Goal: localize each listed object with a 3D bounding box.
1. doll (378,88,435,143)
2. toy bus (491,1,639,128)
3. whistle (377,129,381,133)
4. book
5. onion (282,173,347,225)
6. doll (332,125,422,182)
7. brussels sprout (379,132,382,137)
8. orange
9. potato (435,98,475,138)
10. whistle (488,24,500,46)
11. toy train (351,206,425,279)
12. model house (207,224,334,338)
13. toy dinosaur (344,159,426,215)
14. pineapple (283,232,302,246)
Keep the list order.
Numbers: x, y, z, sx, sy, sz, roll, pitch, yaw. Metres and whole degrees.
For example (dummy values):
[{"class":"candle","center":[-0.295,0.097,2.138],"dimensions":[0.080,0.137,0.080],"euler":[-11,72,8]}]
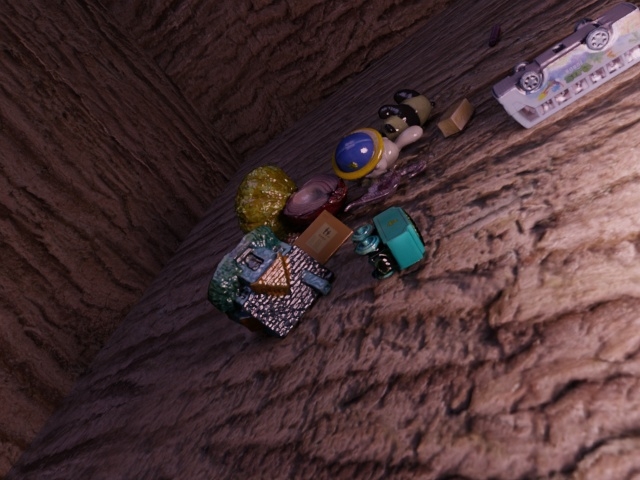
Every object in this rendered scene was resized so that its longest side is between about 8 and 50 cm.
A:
[{"class":"doll","center":[0.295,-0.432,1.741],"dimensions":[0.234,0.144,0.135],"euler":[-44,34,-17]},{"class":"toy bus","center":[0.580,-0.402,1.153],"dimensions":[0.329,0.136,0.109],"euler":[-32,25,26]},{"class":"whistle","center":[0.194,-0.396,1.973],"dimensions":[0.062,0.062,0.304],"euler":[-50,21,-19]},{"class":"book","center":[0.000,0.000,1.480],"dimensions":[0.172,0.118,0.012],"euler":[-46,-20,-12]},{"class":"onion","center":[0.007,-0.126,1.683],"dimensions":[0.227,0.120,0.283],"euler":[-51,28,-19]},{"class":"doll","center":[0.185,-0.278,1.593],"dimensions":[0.310,0.242,0.160],"euler":[-29,53,24]},{"class":"brussels sprout","center":[0.170,-0.312,1.801],"dimensions":[0.181,0.100,0.139],"euler":[-39,30,7]},{"class":"orange","center":[-0.187,-0.141,1.846],"dimensions":[0.223,0.301,0.300],"euler":[1,35,23]},{"class":"potato","center":[0.420,-0.381,1.521],"dimensions":[0.122,0.061,0.086],"euler":[-52,20,-27]},{"class":"whistle","center":[0.685,-0.807,1.927],"dimensions":[0.033,0.033,0.177],"euler":[-24,27,41]},{"class":"toy train","center":[0.161,0.005,1.166],"dimensions":[0.154,0.107,0.198],"euler":[-31,21,9]},{"class":"model house","center":[-0.122,0.132,1.320],"dimensions":[0.241,0.226,0.261],"euler":[24,66,36]},{"class":"toy dinosaur","center":[0.188,-0.165,1.491],"dimensions":[0.294,0.077,0.162],"euler":[-43,13,-5]},{"class":"pineapple","center":[-0.090,0.028,1.591],"dimensions":[0.108,0.108,0.197],"euler":[-48,15,-16]}]
